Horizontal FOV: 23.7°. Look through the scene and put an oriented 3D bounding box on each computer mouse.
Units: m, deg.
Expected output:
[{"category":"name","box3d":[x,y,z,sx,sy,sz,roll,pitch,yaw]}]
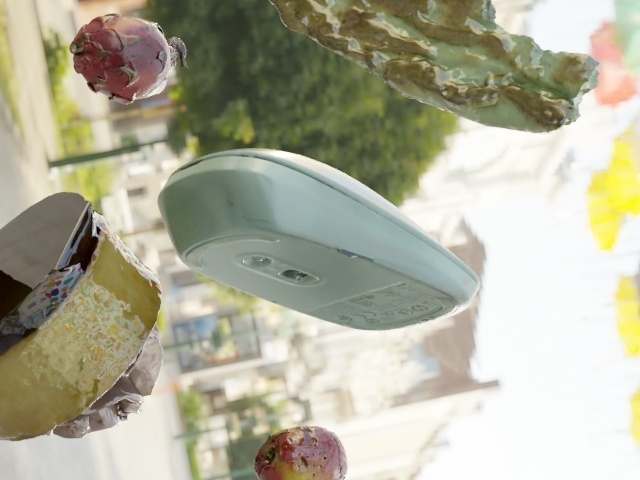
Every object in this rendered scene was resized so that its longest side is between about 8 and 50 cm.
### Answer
[{"category":"computer mouse","box3d":[0.000,-0.006,1.262,0.159,0.288,0.097,-22,-122,45]}]

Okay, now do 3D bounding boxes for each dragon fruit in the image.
[{"category":"dragon fruit","box3d":[-0.185,-0.193,1.610,0.190,0.094,0.094,-9,87,-60]}]

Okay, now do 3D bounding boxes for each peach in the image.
[{"category":"peach","box3d":[-0.014,0.211,1.415,0.077,0.083,0.050,-55,-138,22]}]

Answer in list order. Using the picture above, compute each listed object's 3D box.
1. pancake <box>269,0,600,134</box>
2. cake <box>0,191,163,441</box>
[{"category":"pancake","box3d":[0.041,-0.211,0.909,0.377,0.197,0.054,63,1,17]},{"category":"cake","box3d":[-0.201,0.085,1.221,0.178,0.185,0.207,46,-23,-21]}]
